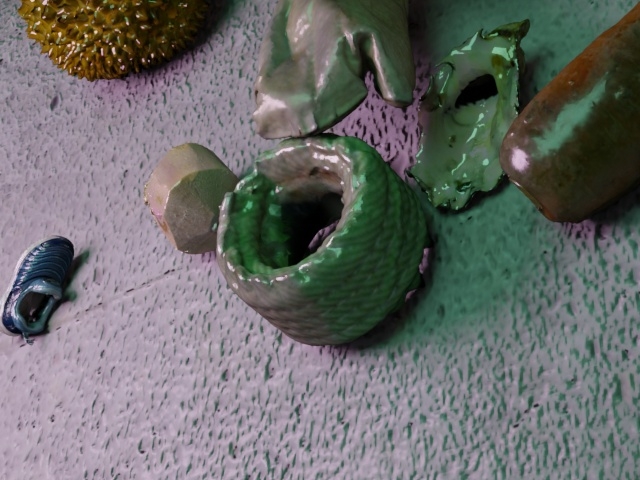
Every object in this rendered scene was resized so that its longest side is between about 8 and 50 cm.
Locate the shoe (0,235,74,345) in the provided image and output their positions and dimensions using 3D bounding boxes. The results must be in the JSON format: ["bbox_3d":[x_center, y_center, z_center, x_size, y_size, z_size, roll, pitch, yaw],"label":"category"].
[{"bbox_3d":[-0.353,0.060,1.943,0.071,0.064,0.143,20,77,46],"label":"shoe"}]

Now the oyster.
[{"bbox_3d":[0.164,-0.132,1.666,0.133,0.072,0.209,-6,77,29],"label":"oyster"}]

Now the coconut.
[{"bbox_3d":[-0.144,-0.045,1.813,0.116,0.116,0.122,-47,38,2],"label":"coconut"}]

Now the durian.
[{"bbox_3d":[-0.270,-0.352,2.056,0.293,0.258,0.258,-27,46,7],"label":"durian"}]

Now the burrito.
[{"bbox_3d":[0.015,-0.232,1.714,0.190,0.135,0.332,-9,28,9],"label":"burrito"}]

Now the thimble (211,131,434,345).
[{"bbox_3d":[0.000,0.000,1.636,0.219,0.150,0.219,-20,50,26],"label":"thimble"}]

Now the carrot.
[{"bbox_3d":[0.303,-0.150,1.513,0.302,0.139,0.139,-52,43,-4],"label":"carrot"}]
